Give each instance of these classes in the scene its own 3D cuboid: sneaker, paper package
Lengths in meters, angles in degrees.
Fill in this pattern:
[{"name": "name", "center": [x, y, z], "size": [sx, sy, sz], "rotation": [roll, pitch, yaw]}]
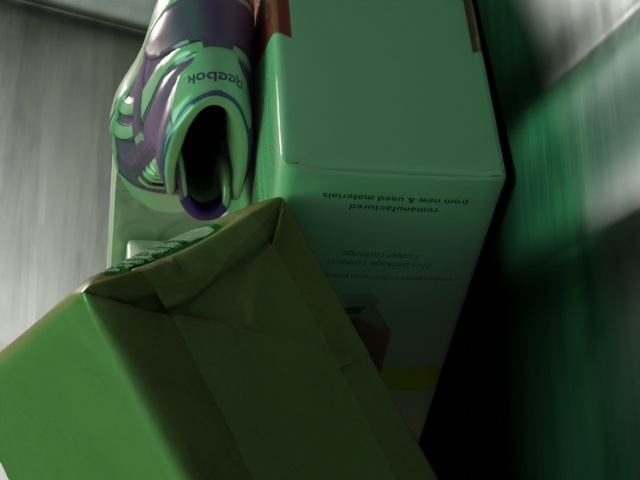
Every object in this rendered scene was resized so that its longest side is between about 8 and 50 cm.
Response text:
[{"name": "sneaker", "center": [-0.111, -0.064, 1.312], "size": [0.282, 0.102, 0.161], "rotation": [108, 159, -58]}, {"name": "paper package", "center": [-0.087, 0.168, 1.193], "size": [0.310, 0.168, 0.325], "rotation": [61, 150, 2]}]

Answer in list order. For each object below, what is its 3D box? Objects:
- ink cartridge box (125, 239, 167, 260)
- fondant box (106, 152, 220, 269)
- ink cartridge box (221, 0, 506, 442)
[{"name": "ink cartridge box", "center": [-0.112, 0.151, 1.893], "size": [0.307, 0.223, 0.129], "rotation": [-98, 15, -45]}, {"name": "fondant box", "center": [-0.139, 0.007, 2.037], "size": [0.096, 0.238, 0.330], "rotation": [-101, 15, -48]}, {"name": "ink cartridge box", "center": [0.014, -0.020, 1.330], "size": [0.385, 0.160, 0.279], "rotation": [103, 166, -47]}]
